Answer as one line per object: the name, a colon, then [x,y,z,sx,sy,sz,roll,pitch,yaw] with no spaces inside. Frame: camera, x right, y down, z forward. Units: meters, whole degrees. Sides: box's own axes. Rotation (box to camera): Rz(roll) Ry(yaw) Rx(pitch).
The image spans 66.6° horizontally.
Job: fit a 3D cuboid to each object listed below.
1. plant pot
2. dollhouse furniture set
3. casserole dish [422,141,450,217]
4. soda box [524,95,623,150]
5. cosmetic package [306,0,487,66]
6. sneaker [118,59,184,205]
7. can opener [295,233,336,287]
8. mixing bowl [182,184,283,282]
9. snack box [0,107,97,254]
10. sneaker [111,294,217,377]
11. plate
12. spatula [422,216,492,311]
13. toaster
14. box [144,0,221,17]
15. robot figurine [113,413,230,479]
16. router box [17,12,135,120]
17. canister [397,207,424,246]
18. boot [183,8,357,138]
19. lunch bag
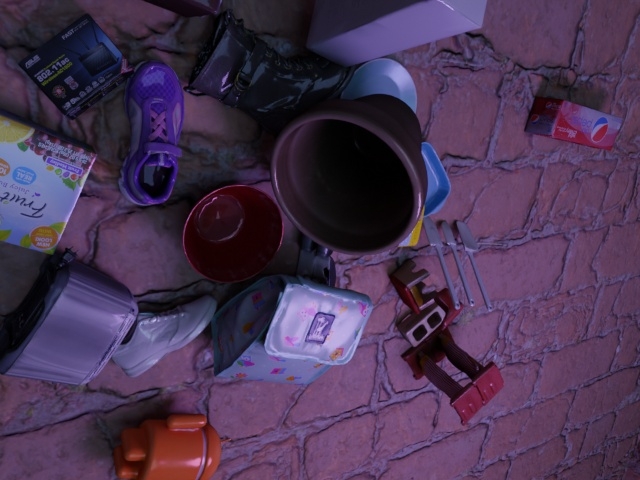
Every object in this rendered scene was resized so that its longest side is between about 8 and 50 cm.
plant pot: [0.077,-0.141,0.846,0.229,0.263,0.263,-54,136,-46]
dollhouse furniture set: [0.286,0.253,1.196,0.152,0.201,0.374,-39,125,-9]
casserole dish: [0.222,-0.137,1.092,0.114,0.037,0.188,-44,126,-7]
soda box: [0.649,-0.296,1.241,0.263,0.083,0.092,2,110,-31]
cosmetic package: [0.127,-0.468,0.694,0.097,0.284,0.377,12,90,-33]
sneaker: [-0.258,-0.158,0.766,0.095,0.104,0.236,2,108,-29]
can opener: [0.000,0.000,1.015,0.093,0.074,0.280,-29,132,-58]
mixing bowl: [-0.168,-0.026,0.878,0.181,0.098,0.182,-12,117,-25]
snack box: [-0.460,-0.094,0.698,0.207,0.070,0.175,23,97,-34]
sneaker: [-0.294,0.158,0.904,0.212,0.080,0.094,-37,112,-10]
plate: [0.113,-0.268,0.981,0.188,0.024,0.188,-12,116,-26]
spatula: [0.327,0.051,1.140,0.168,0.242,0.019,11,144,-36]
toaster: [-0.405,0.127,0.792,0.146,0.129,0.227,34,90,-40]
box: [-0.230,-0.412,0.632,0.203,0.168,0.167,9,105,-33]
robot figurine: [-0.297,0.430,0.984,0.219,0.128,0.158,17,67,-34]
router box: [-0.345,-0.247,0.698,0.122,0.038,0.092,-42,100,-9]
canister: [0.127,-0.042,1.037,0.169,0.073,0.126,-3,117,-18]
boot: [-0.074,-0.302,0.818,0.229,0.091,0.263,32,95,-36]
lunch bag: [-0.053,0.165,0.935,0.223,0.160,0.262,19,134,-36]
